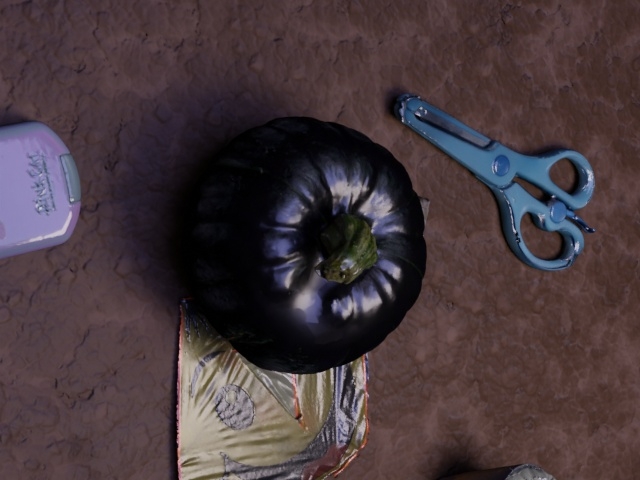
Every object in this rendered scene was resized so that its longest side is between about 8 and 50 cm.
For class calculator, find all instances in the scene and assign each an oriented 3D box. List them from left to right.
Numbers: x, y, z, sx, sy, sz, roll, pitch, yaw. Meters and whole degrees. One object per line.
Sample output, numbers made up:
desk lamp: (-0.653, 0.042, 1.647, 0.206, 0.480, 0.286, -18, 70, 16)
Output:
calculator: (-0.370, -0.042, 1.199, 0.246, 0.045, 0.141, -14, 99, -29)

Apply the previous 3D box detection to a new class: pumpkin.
pumpkin: (0.000, 0.000, 1.294, 0.295, 0.296, 0.296, -2, 93, -31)

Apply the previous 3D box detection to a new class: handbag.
handbag: (0.242, 0.341, 1.519, 0.117, 0.173, 0.095, -2, 84, -32)

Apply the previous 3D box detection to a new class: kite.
kite: (-0.068, 0.185, 1.413, 0.377, 0.013, 0.327, -48, 115, -22)

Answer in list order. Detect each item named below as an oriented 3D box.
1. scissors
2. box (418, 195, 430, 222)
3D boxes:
scissors: (0.243, -0.093, 1.579, 0.393, 0.032, 0.180, 29, 78, -30)
box: (0.090, -0.036, 1.480, 0.098, 0.045, 0.062, 16, 84, -32)
